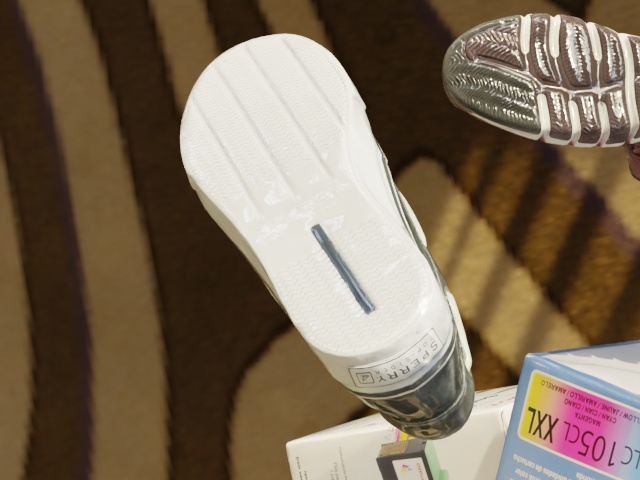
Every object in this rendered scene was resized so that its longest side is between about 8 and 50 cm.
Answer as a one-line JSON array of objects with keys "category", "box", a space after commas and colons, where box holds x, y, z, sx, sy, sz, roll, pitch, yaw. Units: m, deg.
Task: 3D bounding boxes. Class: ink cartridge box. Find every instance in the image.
[{"category": "ink cartridge box", "box": [0.252, 0.290, 1.628, 0.151, 0.270, 0.395, 20, 104, 38]}, {"category": "ink cartridge box", "box": [0.140, 0.210, 1.889, 0.278, 0.201, 0.117, -14, 89, 43]}]

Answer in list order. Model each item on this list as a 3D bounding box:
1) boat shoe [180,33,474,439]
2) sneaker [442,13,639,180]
[{"category": "boat shoe", "box": [0.000, 0.000, 1.228, 0.121, 0.119, 0.335, -24, 42, 1]}, {"category": "sneaker", "box": [0.226, -0.090, 1.529, 0.162, 0.281, 0.106, 101, 172, -65]}]
